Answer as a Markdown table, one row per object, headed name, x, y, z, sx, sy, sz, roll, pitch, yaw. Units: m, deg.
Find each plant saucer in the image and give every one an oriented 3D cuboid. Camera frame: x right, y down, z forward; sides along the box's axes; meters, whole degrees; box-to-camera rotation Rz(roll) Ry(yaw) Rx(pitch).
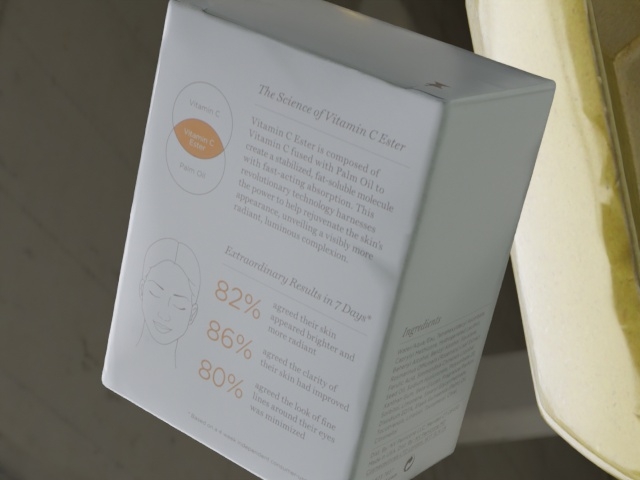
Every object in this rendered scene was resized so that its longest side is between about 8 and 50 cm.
| name | x | y | z | sx | sy | sz | roll | pitch | yaw |
| --- | --- | --- | --- | --- | --- | --- | --- | --- | --- |
| plant saucer | 0.179 | -0.021 | 0.757 | 0.333 | 0.081 | 0.333 | 9 | -110 | -61 |

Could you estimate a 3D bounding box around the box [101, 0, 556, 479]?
| name | x | y | z | sx | sy | sz | roll | pitch | yaw |
| --- | --- | --- | --- | --- | --- | --- | --- | --- | --- |
| box | 0.000 | 0.000 | 0.523 | 0.091 | 0.130 | 0.170 | -16 | -55 | -54 |
